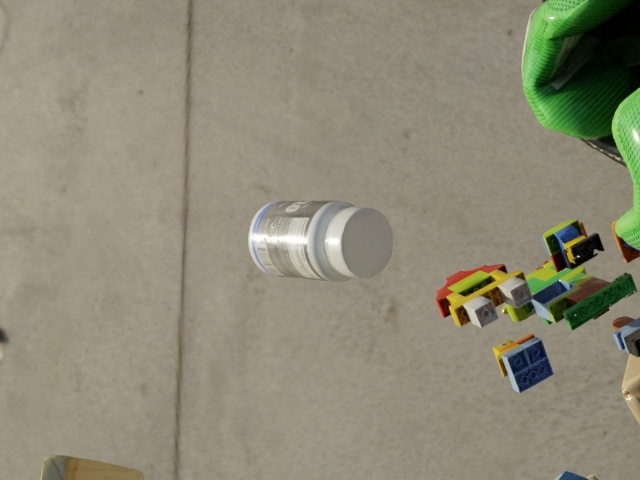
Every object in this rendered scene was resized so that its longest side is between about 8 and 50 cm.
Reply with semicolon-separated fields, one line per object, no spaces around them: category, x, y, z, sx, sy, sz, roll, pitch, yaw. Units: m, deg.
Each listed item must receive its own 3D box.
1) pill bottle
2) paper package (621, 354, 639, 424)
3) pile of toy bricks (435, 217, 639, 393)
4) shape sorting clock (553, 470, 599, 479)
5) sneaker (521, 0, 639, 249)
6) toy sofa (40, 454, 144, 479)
pill bottle;0.000;0.000;1.000;0.137;0.078;0.078;3;89;50
paper package;0.658;0.187;1.655;0.309;0.325;0.168;-34;86;21
pile of toy bricks;0.196;0.037;0.832;0.118;0.212;0.105;67;167;-17
shape sorting clock;0.135;0.251;0.776;0.040;0.206;0.206;41;116;12
sneaker;0.148;-0.120;0.436;0.146;0.343;0.134;-10;124;7
toy sofa;-0.307;0.230;0.683;0.363;0.150;0.177;-1;73;10
